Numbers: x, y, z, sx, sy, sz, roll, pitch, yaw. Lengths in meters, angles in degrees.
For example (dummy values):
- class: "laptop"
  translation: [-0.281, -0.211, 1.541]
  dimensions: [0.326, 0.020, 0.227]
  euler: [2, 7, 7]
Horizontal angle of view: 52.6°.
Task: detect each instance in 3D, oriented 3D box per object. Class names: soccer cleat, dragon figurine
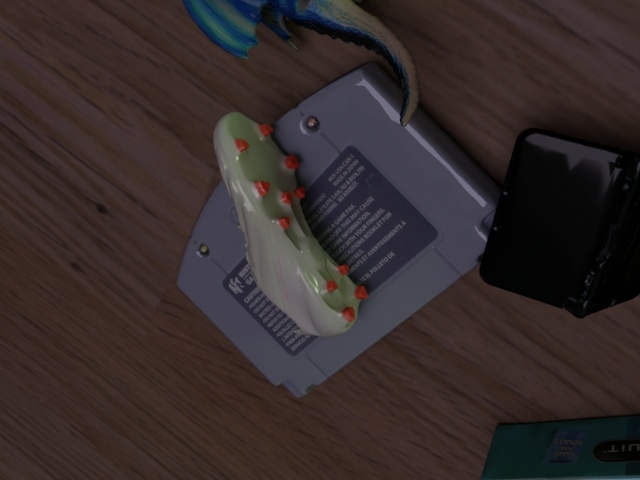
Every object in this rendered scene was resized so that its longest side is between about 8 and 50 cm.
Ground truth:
- class: "soccer cleat"
  translation: [-0.038, -0.004, 0.508]
  dimensions: [0.076, 0.068, 0.196]
  euler: [-20, 106, 36]
- class: "dragon figurine"
  translation: [-0.038, -0.183, 0.460]
  dimensions: [0.144, 0.085, 0.289]
  euler: [-33, 90, 36]

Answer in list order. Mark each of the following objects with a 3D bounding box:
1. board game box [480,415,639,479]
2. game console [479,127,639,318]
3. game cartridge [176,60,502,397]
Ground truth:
- class: "board game box"
  translation: [0.331, 0.256, 0.503]
  dimensions: [0.336, 0.079, 0.253]
  euler: [-16, 106, 32]
- class: "game console"
  translation: [0.185, -0.016, 0.452]
  dimensions: [0.071, 0.107, 0.122]
  euler: [43, 135, 45]
- class: "game cartridge"
  translation: [0.000, 0.000, 0.560]
  dimensions: [0.196, 0.060, 0.294]
  euler: [44, 125, -3]
